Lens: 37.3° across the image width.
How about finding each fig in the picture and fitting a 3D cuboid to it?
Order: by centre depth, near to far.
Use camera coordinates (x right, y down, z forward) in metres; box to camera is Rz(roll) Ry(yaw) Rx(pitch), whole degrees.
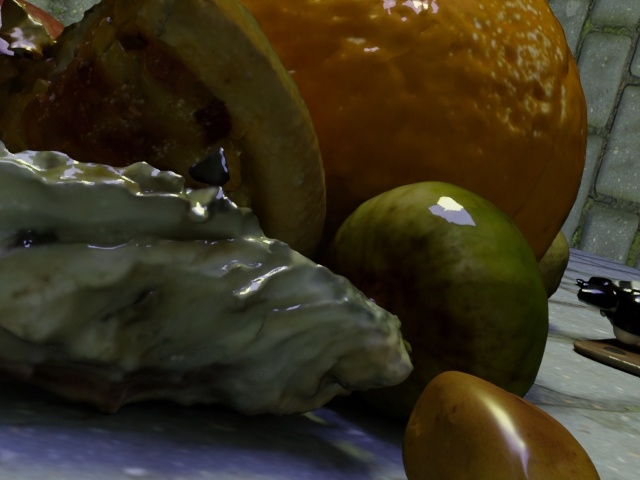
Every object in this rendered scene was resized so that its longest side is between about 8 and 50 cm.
[{"bbox_3d":[0.059,0.038,0.528,0.121,0.136,0.153,-9,-10,-18],"label":"fig"}]

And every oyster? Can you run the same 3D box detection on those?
[{"bbox_3d":[-0.132,0.021,0.436,0.355,0.107,0.201,10,-27,10],"label":"oyster"}]

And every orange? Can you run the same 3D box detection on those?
[{"bbox_3d":[0.040,-0.094,0.727,0.341,0.293,0.340,31,-15,9],"label":"orange"}]

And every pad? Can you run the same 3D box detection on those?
[{"bbox_3d":[0.431,0.149,0.975,0.287,0.018,0.284,18,7,35],"label":"pad"}]

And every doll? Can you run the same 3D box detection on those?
[{"bbox_3d":[0.372,0.088,0.999,0.219,0.067,0.091,21,18,17],"label":"doll"}]

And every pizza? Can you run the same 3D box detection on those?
[{"bbox_3d":[-0.112,-0.034,0.518,0.229,0.081,0.289,11,-33,7],"label":"pizza"}]

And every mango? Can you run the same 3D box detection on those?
[{"bbox_3d":[0.073,0.095,0.380,0.080,0.060,0.114,30,2,-7],"label":"mango"}]

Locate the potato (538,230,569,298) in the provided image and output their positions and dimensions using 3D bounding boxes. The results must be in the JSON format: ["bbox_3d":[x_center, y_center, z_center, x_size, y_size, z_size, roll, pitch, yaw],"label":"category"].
[{"bbox_3d":[0.155,-0.019,1.078,0.266,0.229,0.229,43,14,14],"label":"potato"}]

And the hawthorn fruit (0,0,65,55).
[{"bbox_3d":[-0.214,-0.063,0.663,0.202,0.185,0.185,31,-2,-29],"label":"hawthorn fruit"}]
